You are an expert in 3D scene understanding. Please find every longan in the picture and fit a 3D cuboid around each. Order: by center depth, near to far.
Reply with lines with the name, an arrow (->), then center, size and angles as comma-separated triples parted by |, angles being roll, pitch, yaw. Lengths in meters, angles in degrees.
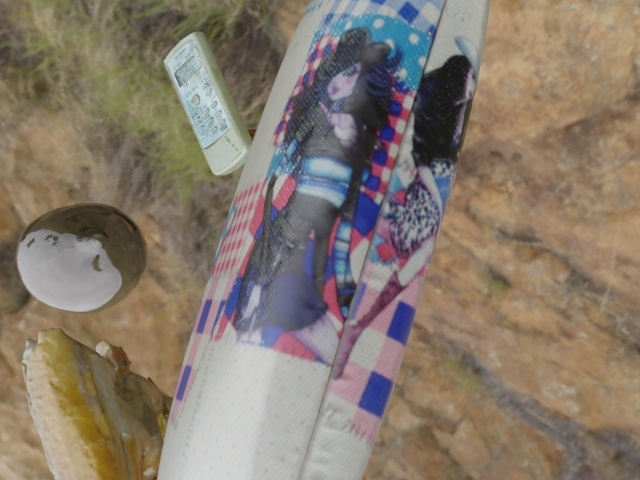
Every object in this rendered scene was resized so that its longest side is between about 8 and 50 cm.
longan -> -0.352, 0.026, 1.396 | 0.189, 0.189, 0.189 | 30, 148, 21

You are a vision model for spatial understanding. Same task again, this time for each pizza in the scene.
pizza -> -0.159, 0.179, 0.819 | 0.297, 0.071, 0.189 | 67, -178, -68

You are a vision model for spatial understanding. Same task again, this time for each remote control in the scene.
remote control -> -0.185, -0.225, 1.566 | 0.098, 0.038, 0.234 | -32, 77, 39

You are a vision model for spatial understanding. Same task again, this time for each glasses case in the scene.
glasses case -> 0.000, 0.000, 0.410 | 0.076, 0.328, 0.125 | 21, 167, -19

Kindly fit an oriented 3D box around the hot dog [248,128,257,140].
hot dog -> -0.101, -0.166, 1.571 | 0.122, 0.037, 0.049 | 6, 176, 30
